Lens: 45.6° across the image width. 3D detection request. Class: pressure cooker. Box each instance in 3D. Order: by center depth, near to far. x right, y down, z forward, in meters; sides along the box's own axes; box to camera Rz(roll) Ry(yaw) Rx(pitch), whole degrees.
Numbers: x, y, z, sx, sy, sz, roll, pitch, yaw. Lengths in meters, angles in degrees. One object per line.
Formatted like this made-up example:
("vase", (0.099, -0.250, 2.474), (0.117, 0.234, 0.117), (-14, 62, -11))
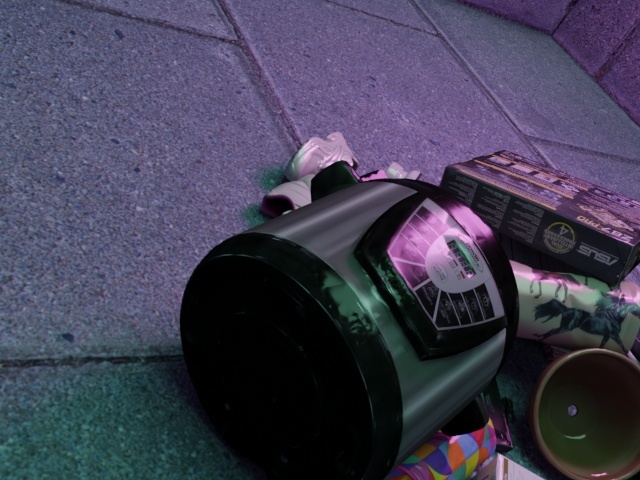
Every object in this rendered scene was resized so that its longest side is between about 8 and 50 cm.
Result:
("pressure cooker", (0.063, 0.102, 1.067), (0.376, 0.369, 0.420), (24, 33, 35))

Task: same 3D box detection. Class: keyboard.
("keyboard", (0.303, 0.299, 1.369), (0.108, 0.023, 0.180), (16, 38, -14))

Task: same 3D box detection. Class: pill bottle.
("pill bottle", (0.215, -0.094, 1.709), (0.180, 0.108, 0.108), (36, 34, 3))

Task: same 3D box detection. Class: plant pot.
("plant pot", (0.477, 0.311, 1.373), (0.237, 0.237, 0.110), (31, -9, -4))

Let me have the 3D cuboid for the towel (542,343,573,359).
("towel", (0.548, 0.193, 1.654), (0.144, 0.029, 0.197), (6, 37, -2))

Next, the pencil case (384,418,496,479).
("pencil case", (0.177, 0.334, 1.153), (0.236, 0.104, 0.104), (-16, 57, -49))

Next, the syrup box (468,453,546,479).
("syrup box", (0.340, 0.436, 1.162), (0.237, 0.093, 0.096), (30, 34, -6))

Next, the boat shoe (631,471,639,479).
("boat shoe", (0.655, 0.431, 1.388), (0.187, 0.156, 0.500), (18, 25, -15))

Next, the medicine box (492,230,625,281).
("medicine box", (0.488, 0.064, 1.649), (0.289, 0.149, 0.263), (17, 35, -1))

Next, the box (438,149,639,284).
("box", (0.482, -0.067, 1.571), (0.395, 0.097, 0.318), (27, 25, 27))

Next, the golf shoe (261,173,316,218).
("golf shoe", (0.000, 0.000, 1.429), (0.140, 0.115, 0.306), (-12, 48, -35))

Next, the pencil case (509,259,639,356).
("pencil case", (0.396, 0.121, 1.433), (0.411, 0.159, 0.183), (11, -1, -3))

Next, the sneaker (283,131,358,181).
("sneaker", (0.015, -0.161, 1.625), (0.115, 0.090, 0.232), (46, 37, 10))

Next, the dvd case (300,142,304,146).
("dvd case", (0.003, -0.168, 1.710), (0.087, 0.013, 0.119), (15, 37, -26))

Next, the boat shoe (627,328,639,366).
("boat shoe", (0.785, 0.284, 1.727), (0.114, 0.091, 0.302), (9, 41, -33))
